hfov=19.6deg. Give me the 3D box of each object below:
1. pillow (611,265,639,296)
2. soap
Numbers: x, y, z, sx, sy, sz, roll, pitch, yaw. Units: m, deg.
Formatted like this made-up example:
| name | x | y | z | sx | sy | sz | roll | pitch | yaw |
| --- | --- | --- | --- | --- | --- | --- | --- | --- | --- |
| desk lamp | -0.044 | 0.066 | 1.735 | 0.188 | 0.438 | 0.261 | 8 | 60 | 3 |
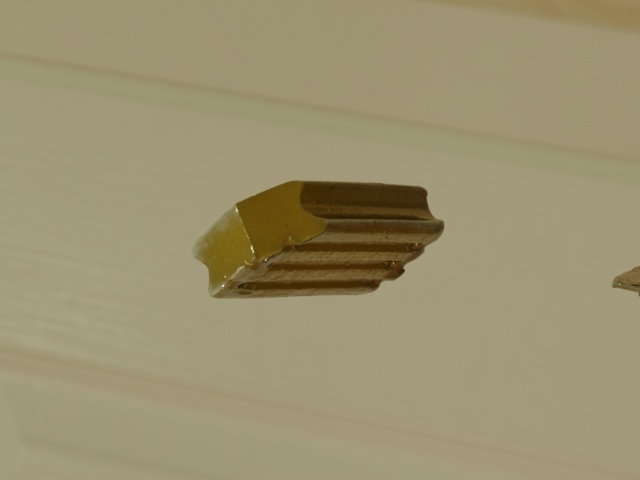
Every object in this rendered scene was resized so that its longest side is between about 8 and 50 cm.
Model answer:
| name | x | y | z | sx | sy | sz | roll | pitch | yaw |
| --- | --- | --- | --- | --- | --- | --- | --- | --- | --- |
| pillow | 0.481 | 0.056 | 2.327 | 0.126 | 0.232 | 0.043 | -19 | -71 | -30 |
| soap | 0.000 | 0.000 | 1.900 | 0.232 | 0.073 | 0.140 | 0 | -34 | -45 |
